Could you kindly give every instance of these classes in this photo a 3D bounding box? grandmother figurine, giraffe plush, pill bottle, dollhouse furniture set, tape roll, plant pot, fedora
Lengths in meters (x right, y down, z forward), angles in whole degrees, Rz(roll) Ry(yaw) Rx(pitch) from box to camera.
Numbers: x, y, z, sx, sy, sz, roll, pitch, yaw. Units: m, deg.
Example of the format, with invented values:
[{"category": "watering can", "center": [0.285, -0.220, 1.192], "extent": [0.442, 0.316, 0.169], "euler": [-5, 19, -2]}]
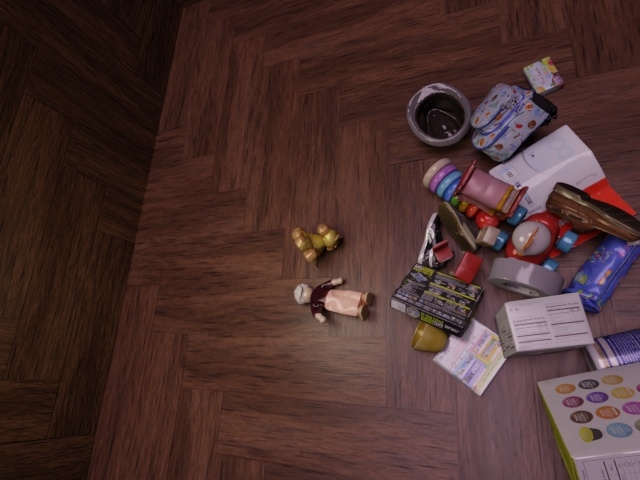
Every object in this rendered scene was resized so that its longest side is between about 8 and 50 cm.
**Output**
[{"category": "grandmother figurine", "center": [0.034, 0.249, 1.698], "extent": [0.342, 0.104, 0.208], "euler": [8, 49, 31]}, {"category": "giraffe plush", "center": [0.000, 0.000, 1.751], "extent": [0.170, 0.210, 0.181], "euler": [-34, 37, 6]}, {"category": "pill bottle", "center": [0.936, 0.336, 1.192], "extent": [0.264, 0.153, 0.153], "euler": [-21, 65, 19]}, {"category": "dollhouse furniture set", "center": [0.520, -0.056, 1.415], "extent": [0.201, 0.152, 0.374], "euler": [28, 91, 10]}, {"category": "tape roll", "center": [0.674, 0.130, 1.352], "extent": [0.219, 0.219, 0.072], "euler": [16, 81, 29]}, {"category": "plant pot", "center": [0.398, 0.349, 1.474], "extent": [0.095, 0.134, 0.134], "euler": [25, 84, 7]}, {"category": "fedora", "center": [0.502, -0.505, 1.711], "extent": [0.243, 0.124, 0.275], "euler": [-42, 68, 10]}]

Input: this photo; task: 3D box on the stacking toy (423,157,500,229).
[{"category": "stacking toy", "center": [0.557, -0.168, 1.575], "extent": [0.141, 0.141, 0.330], "euler": [-44, 66, 6]}]

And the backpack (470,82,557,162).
[{"category": "backpack", "center": [0.684, -0.434, 1.511], "extent": [0.213, 0.276, 0.263], "euler": [26, 116, -3]}]

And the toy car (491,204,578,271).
[{"category": "toy car", "center": [0.687, 0.010, 1.351], "extent": [0.219, 0.238, 0.210], "euler": [37, 114, 27]}]

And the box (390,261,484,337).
[{"category": "box", "center": [0.419, 0.205, 1.475], "extent": [0.270, 0.060, 0.216], "euler": [21, 45, 28]}]

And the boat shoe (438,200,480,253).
[{"category": "boat shoe", "center": [0.528, -0.056, 1.546], "extent": [0.073, 0.080, 0.224], "euler": [-29, 85, -25]}]

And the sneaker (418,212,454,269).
[{"category": "sneaker", "center": [0.466, 0.007, 1.585], "extent": [0.121, 0.079, 0.217], "euler": [15, 88, 26]}]

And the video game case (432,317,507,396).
[{"category": "video game case", "center": [0.537, 0.399, 1.439], "extent": [0.193, 0.023, 0.212], "euler": [35, 89, 31]}]

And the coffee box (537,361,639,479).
[{"category": "coffee box", "center": [0.795, 0.552, 1.015], "extent": [0.334, 0.337, 0.338], "euler": [-19, 95, 19]}]

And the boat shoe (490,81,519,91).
[{"category": "boat shoe", "center": [0.779, -0.599, 1.645], "extent": [0.178, 0.064, 0.060], "euler": [32, 90, 33]}]

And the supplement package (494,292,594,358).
[{"category": "supplement package", "center": [0.674, 0.272, 1.264], "extent": [0.204, 0.262, 0.145], "euler": [-11, 68, 12]}]

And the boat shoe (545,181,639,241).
[{"category": "boat shoe", "center": [0.873, -0.074, 1.315], "extent": [0.307, 0.110, 0.104], "euler": [56, 140, 47]}]

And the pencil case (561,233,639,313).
[{"category": "pencil case", "center": [0.915, 0.086, 1.304], "extent": [0.119, 0.133, 0.306], "euler": [37, 92, 6]}]

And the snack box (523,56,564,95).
[{"category": "snack box", "center": [0.885, -0.648, 1.626], "extent": [0.100, 0.037, 0.141], "euler": [-22, 64, 19]}]

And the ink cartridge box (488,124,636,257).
[{"category": "ink cartridge box", "center": [0.843, -0.178, 1.453], "extent": [0.308, 0.091, 0.385], "euler": [-32, 61, 13]}]
